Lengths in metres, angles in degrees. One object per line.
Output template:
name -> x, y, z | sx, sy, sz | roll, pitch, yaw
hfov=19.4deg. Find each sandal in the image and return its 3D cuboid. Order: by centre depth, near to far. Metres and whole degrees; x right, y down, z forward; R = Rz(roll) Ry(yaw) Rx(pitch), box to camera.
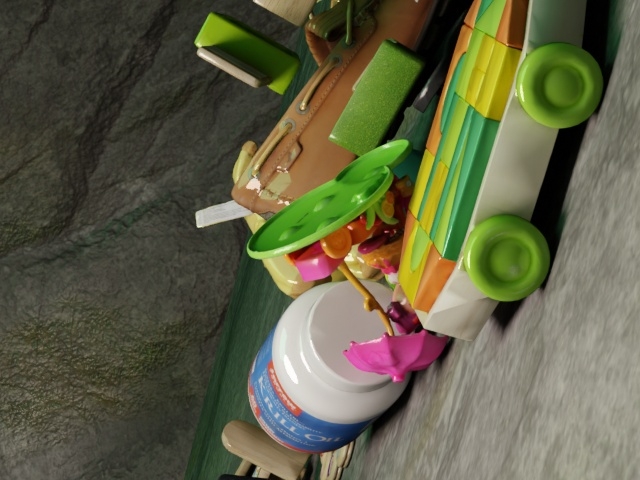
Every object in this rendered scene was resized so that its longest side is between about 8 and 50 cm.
sandal -> 0.118, -0.151, 1.641 | 0.067, 0.040, 0.179 | -59, 2, 29

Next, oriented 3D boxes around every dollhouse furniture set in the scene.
dollhouse furniture set -> 0.037, -0.253, 1.629 | 0.302, 0.197, 0.151 | -61, -2, 10
dollhouse furniture set -> -0.122, 0.276, 1.978 | 0.242, 0.161, 0.212 | -59, -7, -47

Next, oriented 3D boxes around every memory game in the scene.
memory game -> 0.028, 0.156, 1.873 | 0.186, 0.012, 0.186 | -166, 90, -83

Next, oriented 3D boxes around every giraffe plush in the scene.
giraffe plush -> 0.000, 0.000, 1.910 | 0.170, 0.210, 0.181 | 55, -141, -60

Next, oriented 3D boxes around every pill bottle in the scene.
pill bottle -> 0.012, 0.106, 1.634 | 0.221, 0.124, 0.124 | 120, 163, -69

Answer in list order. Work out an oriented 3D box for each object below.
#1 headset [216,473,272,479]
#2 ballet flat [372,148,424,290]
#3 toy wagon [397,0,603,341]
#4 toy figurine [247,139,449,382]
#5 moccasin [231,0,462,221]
headset -> -0.105, 0.375, 1.747 | 0.394, 0.185, 0.243 | 86, -168, -53
ballet flat -> 0.072, -0.012, 1.651 | 0.231, 0.077, 0.077 | -97, 9, -68
toy wagon -> 0.135, -0.107, 1.332 | 0.267, 0.068, 0.344 | -111, 37, -78
toy figurine -> 0.049, 0.029, 1.495 | 0.130, 0.159, 0.173 | -13, 22, 47
moccasin -> 0.035, -0.183, 1.811 | 0.380, 0.147, 0.139 | -63, -10, -6
